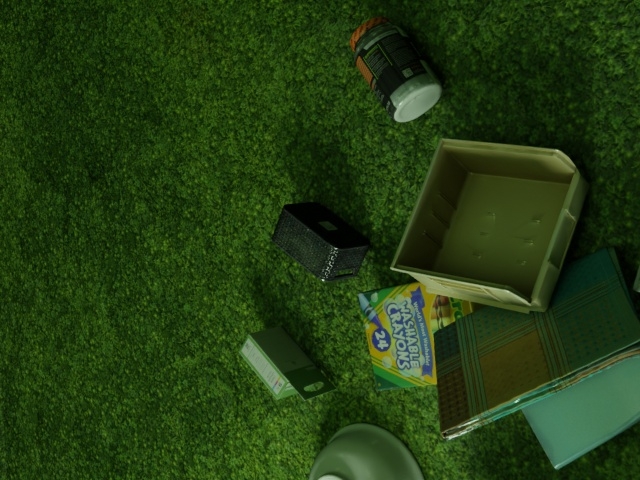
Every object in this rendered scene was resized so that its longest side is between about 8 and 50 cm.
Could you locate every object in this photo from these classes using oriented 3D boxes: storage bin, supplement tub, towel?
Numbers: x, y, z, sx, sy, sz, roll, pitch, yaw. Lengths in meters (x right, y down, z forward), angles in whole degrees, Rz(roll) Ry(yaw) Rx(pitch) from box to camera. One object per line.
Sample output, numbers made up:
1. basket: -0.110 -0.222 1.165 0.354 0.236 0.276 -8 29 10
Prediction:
1. storage bin: 0.300 -0.027 1.707 0.260 0.123 0.262 11 72 41
2. supplement tub: 0.142 -0.334 1.889 0.117 0.117 0.190 -45 66 35
3. towel: 0.357 0.169 1.640 0.370 0.271 0.040 -30 118 23
4. storage bin: 0.000 0.000 2.049 0.180 0.122 0.084 37 118 32

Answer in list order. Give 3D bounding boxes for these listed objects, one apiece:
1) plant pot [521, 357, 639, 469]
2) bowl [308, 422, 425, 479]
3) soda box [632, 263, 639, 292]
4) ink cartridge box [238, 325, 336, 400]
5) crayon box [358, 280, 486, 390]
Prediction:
1. plant pot: 0.476 0.245 1.633 0.234 0.165 0.165 -38 70 31
2. bowl: 0.071 0.544 2.042 0.298 0.134 0.298 6 99 42
3. soda box: 0.591 -0.042 1.540 0.098 0.091 0.286 22 109 39
4. ink cartridge box: -0.075 0.288 2.157 0.209 0.109 0.062 46 123 28
5. crayon box: 0.234 0.172 1.888 0.323 0.083 0.203 -15 85 41
